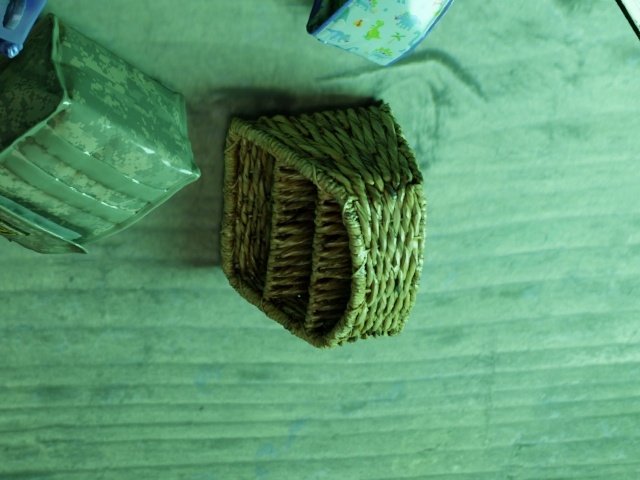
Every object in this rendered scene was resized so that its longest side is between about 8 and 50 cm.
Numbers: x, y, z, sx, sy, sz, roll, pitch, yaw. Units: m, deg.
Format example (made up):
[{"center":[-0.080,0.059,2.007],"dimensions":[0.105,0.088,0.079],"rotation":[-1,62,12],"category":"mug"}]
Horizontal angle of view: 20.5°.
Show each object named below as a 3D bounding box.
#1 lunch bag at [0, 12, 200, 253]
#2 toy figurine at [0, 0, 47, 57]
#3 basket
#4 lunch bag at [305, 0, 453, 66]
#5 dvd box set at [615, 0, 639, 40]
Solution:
[{"center":[-0.331,-0.096,2.103],"dimensions":[0.287,0.169,0.235],"rotation":[-32,140,25],"category":"lunch bag"},{"center":[-0.363,-0.280,1.859],"dimensions":[0.191,0.217,0.362],"rotation":[18,126,-34],"category":"toy figurine"},{"center":[0.000,0.000,2.284],"dimensions":[0.223,0.213,0.299],"rotation":[-7,136,-15],"category":"basket"},{"center":[0.071,-0.286,2.102],"dimensions":[0.129,0.096,0.151],"rotation":[19,116,-35],"category":"lunch bag"},{"center":[0.520,-0.399,2.062],"dimensions":[0.420,0.062,0.307],"rotation":[-37,141,8],"category":"dvd box set"}]
